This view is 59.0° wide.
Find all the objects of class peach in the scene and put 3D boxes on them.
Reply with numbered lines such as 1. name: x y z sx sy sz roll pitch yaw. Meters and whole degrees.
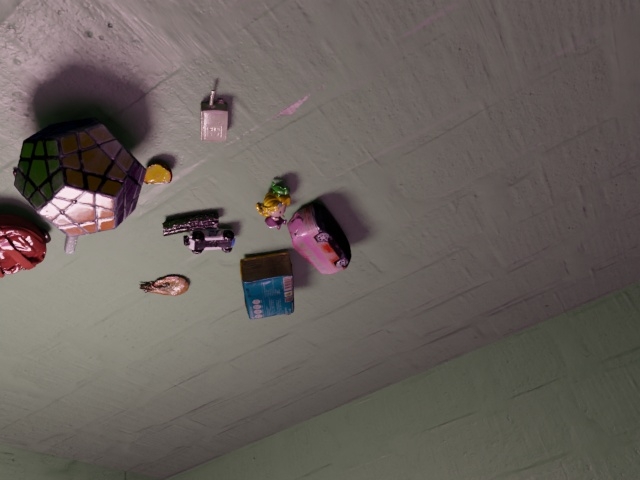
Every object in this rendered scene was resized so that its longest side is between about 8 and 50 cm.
1. peach: -0.476 -0.192 1.662 0.077 0.050 0.083 40 110 -20

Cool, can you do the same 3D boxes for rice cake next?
1. rice cake: -0.779 -0.030 1.787 0.033 0.033 0.207 1 140 -34

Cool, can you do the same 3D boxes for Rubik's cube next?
1. Rubik's cube: -0.619 -0.167 1.474 0.319 0.319 0.264 -11 117 -4

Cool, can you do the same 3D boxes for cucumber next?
1. cucumber: -0.422 -0.054 1.849 0.187 0.058 0.058 -11 142 -5

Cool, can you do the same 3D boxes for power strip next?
1. power strip: -0.291 -0.339 1.543 0.075 0.042 0.175 -2 141 -13

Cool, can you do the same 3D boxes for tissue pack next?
1. tissue pack: -0.198 0.171 2.135 0.192 0.134 0.270 -7 141 -8

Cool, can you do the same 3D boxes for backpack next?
1. backpack: -0.940 0.006 1.693 0.229 0.138 0.229 -8 146 -6

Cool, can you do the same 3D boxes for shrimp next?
1. shrimp: -0.577 0.169 2.092 0.180 0.041 0.099 2 138 -19

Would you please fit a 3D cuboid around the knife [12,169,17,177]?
1. knife: -0.837 -0.120 1.668 0.036 0.018 0.247 -15 143 -3

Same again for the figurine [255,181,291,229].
1. figurine: -0.157 -0.125 1.830 0.115 0.094 0.156 26 136 13

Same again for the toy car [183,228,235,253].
1. toy car: -0.375 -0.004 1.912 0.171 0.070 0.080 -2 141 -17

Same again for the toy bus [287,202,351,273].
1. toy bus: 0.000 0.000 1.989 0.147 0.127 0.302 -22 142 15
